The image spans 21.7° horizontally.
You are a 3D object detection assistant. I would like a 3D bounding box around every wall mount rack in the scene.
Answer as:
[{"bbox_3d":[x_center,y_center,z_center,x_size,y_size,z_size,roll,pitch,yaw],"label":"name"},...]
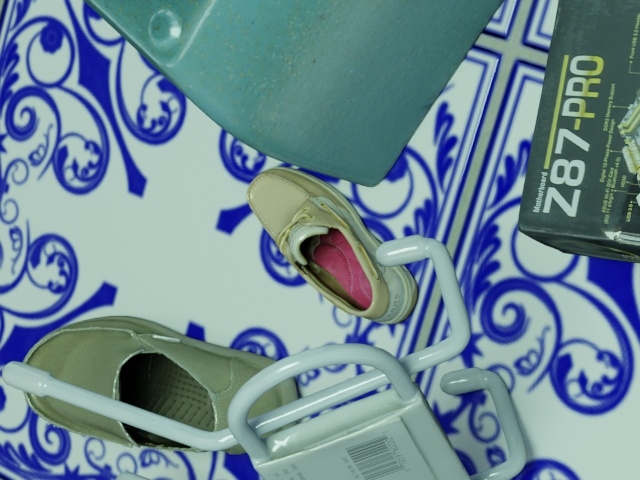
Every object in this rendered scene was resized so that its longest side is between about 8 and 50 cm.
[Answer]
[{"bbox_3d":[-0.027,0.130,1.133,0.304,0.350,0.130,-20,56,6],"label":"wall mount rack"}]

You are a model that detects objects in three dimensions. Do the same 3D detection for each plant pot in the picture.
[{"bbox_3d":[-0.042,-0.206,1.183,0.247,0.252,0.248,43,112,24],"label":"plant pot"}]

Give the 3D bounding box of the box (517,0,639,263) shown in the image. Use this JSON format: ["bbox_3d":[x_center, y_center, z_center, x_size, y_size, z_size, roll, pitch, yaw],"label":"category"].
[{"bbox_3d":[0.308,-0.170,1.017,0.318,0.097,0.395,7,83,31],"label":"box"}]

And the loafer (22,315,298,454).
[{"bbox_3d":[-0.146,0.116,1.342,0.268,0.092,0.102,3,91,32],"label":"loafer"}]

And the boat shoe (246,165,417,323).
[{"bbox_3d":[0.000,0.000,1.269,0.170,0.059,0.063,40,110,26],"label":"boat shoe"}]
